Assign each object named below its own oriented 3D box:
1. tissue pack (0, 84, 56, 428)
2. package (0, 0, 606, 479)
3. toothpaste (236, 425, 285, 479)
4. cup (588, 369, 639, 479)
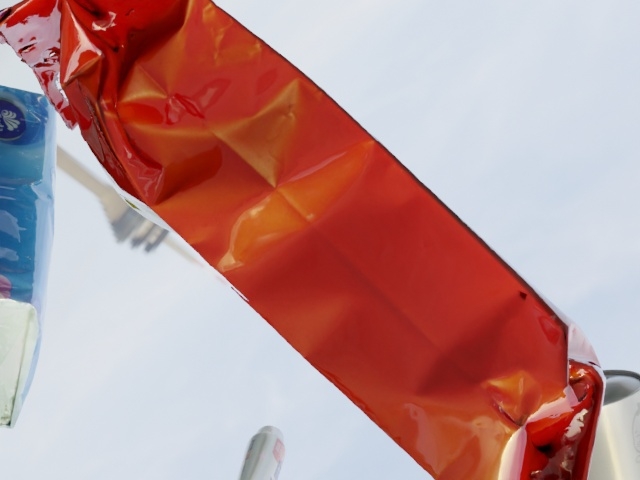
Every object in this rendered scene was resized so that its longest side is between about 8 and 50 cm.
[{"bbox_3d":[-0.325,0.009,1.107,0.198,0.146,0.263,116,-26,-44],"label":"tissue pack"},{"bbox_3d":[0.000,0.001,0.719,0.123,0.423,0.196,-47,173,-4],"label":"package"},{"bbox_3d":[-0.052,0.194,0.895,0.033,0.052,0.218,-3,-165,6],"label":"toothpaste"},{"bbox_3d":[0.267,0.186,1.082,0.136,0.133,0.099,-21,-170,-36],"label":"cup"}]
